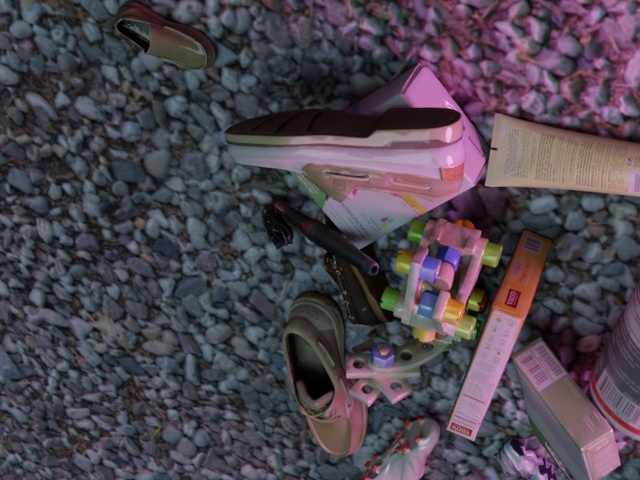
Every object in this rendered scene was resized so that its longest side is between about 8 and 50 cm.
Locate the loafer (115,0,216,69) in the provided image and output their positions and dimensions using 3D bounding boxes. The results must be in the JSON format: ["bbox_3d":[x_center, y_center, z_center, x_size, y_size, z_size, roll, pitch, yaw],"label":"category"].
[{"bbox_3d":[-0.209,-0.263,1.657,0.148,0.050,0.056,26,132,6],"label":"loafer"}]

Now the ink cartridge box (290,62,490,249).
[{"bbox_3d":[0.087,-0.105,1.609,0.212,0.093,0.154,-29,108,36],"label":"ink cartridge box"}]

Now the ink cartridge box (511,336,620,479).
[{"bbox_3d":[0.340,0.259,1.717,0.056,0.171,0.235,-32,143,-3],"label":"ink cartridge box"}]

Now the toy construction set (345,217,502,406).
[{"bbox_3d":[0.144,0.095,1.636,0.151,0.215,0.328,25,144,2],"label":"toy construction set"}]

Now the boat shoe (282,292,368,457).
[{"bbox_3d":[-0.002,0.225,1.898,0.109,0.098,0.302,5,127,22],"label":"boat shoe"}]

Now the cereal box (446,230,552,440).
[{"bbox_3d":[0.236,0.127,1.661,0.047,0.173,0.240,21,132,8],"label":"cereal box"}]

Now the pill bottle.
[{"bbox_3d":[0.455,0.109,1.550,0.161,0.161,0.283,24,131,8],"label":"pill bottle"}]

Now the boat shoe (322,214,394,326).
[{"bbox_3d":[0.040,0.038,1.753,0.073,0.073,0.207,-5,122,26],"label":"boat shoe"}]

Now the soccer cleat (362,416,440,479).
[{"bbox_3d":[0.140,0.335,1.945,0.076,0.068,0.196,26,135,-15],"label":"soccer cleat"}]

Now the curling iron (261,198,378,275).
[{"bbox_3d":[0.000,0.000,1.682,0.274,0.035,0.068,22,132,54],"label":"curling iron"}]

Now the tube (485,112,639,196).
[{"bbox_3d":[0.323,-0.096,1.528,0.240,0.070,0.062,9,148,20],"label":"tube"}]

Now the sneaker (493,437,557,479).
[{"bbox_3d":[0.305,0.346,1.890,0.098,0.038,0.069,43,133,3],"label":"sneaker"}]

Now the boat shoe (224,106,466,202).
[{"bbox_3d":[0.025,-0.097,1.509,0.302,0.113,0.103,3,116,24],"label":"boat shoe"}]
